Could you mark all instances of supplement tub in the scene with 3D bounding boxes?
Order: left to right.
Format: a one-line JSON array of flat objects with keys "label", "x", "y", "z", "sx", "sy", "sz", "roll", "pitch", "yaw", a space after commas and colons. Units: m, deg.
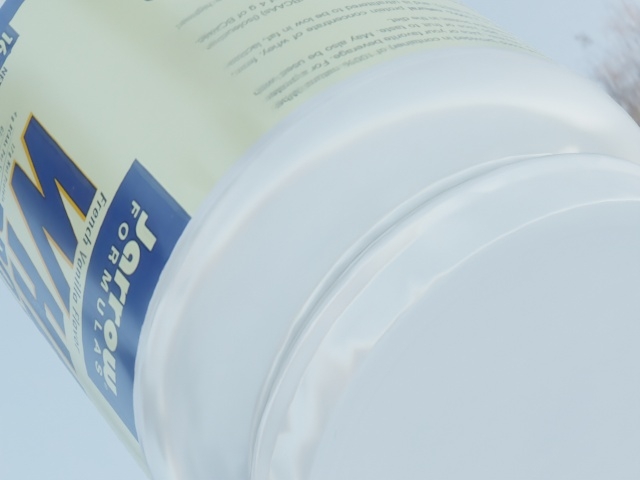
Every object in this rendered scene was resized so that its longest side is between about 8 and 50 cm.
[{"label": "supplement tub", "x": 0.000, "y": 0.000, "z": 0.709, "sx": 0.235, "sy": 0.325, "sz": 0.235, "roll": -16, "pitch": -55, "yaw": -25}]
